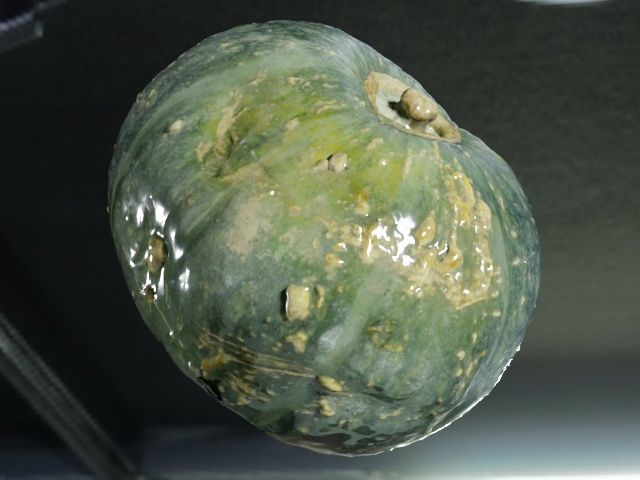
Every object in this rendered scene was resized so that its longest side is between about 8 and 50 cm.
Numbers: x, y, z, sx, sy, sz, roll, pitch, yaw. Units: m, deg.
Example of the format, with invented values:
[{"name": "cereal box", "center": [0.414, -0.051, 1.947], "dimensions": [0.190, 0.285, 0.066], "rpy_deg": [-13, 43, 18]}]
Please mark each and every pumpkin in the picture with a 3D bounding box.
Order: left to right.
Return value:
[{"name": "pumpkin", "center": [0.000, 0.000, 1.101], "dimensions": [0.291, 0.328, 0.257], "rpy_deg": [15, -61, -39]}]
